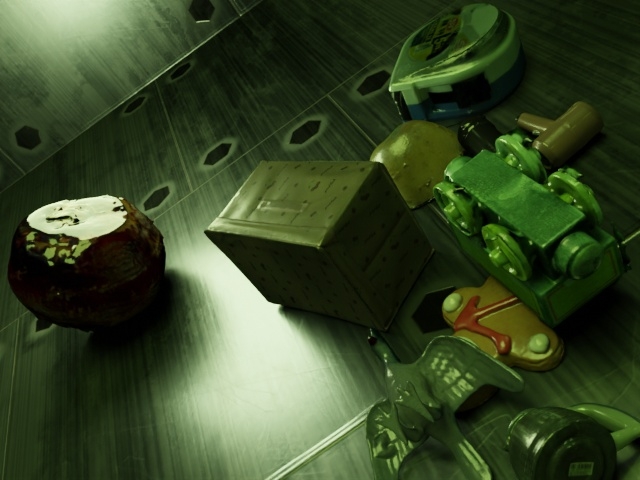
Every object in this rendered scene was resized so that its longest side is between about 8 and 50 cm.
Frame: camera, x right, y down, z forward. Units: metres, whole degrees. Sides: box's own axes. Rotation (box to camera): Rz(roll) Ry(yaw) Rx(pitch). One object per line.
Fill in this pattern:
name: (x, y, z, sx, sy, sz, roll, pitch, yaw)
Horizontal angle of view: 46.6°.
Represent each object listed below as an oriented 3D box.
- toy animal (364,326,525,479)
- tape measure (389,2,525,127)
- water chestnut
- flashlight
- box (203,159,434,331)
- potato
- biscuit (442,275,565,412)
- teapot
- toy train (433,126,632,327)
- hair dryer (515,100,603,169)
toy animal: (0.140, 0.211, 0.985, 0.239, 0.176, 0.255, -45, 75, 17)
tape measure: (0.283, -0.366, 1.532, 0.262, 0.138, 0.259, -11, 43, 34)
water chestnut: (-0.504, 0.069, 1.631, 0.350, 0.302, 0.350, 3, 28, -2)
flashlight: (0.307, -0.149, 1.302, 0.093, 0.093, 0.232, -33, 28, 7)
box: (0.000, 0.000, 1.268, 0.297, 0.225, 0.190, 9, 55, 46)
potato: (0.173, -0.165, 1.413, 0.202, 0.117, 0.182, -36, 30, 3)
biscuit: (0.266, 0.104, 1.061, 0.339, 0.047, 0.216, -43, 33, -9)
teapot: (0.276, 0.226, 0.851, 0.149, 0.111, 0.108, -47, 20, -5)
toy train: (0.272, -0.019, 0.996, 0.159, 0.188, 0.272, -37, 40, -4)
hair dryer: (0.393, -0.192, 1.298, 0.117, 0.064, 0.181, -41, 26, -3)
